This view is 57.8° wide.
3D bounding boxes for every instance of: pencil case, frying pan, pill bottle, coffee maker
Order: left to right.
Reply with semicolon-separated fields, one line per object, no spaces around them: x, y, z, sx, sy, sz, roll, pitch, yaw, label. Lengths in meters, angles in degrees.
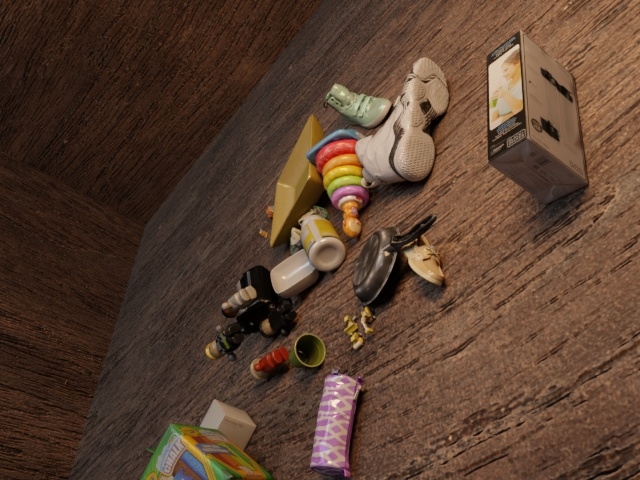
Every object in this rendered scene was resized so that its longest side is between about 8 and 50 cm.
-0.170;0.169;1.752;0.171;0.120;0.178;-13;36;0;coffee maker
0.000;0.000;1.611;0.103;0.103;0.184;-52;27;15;pill bottle
0.037;0.377;1.190;0.088;0.086;0.206;-5;56;26;pencil case
0.142;0.046;1.294;0.326;0.053;0.198;153;138;-75;frying pan

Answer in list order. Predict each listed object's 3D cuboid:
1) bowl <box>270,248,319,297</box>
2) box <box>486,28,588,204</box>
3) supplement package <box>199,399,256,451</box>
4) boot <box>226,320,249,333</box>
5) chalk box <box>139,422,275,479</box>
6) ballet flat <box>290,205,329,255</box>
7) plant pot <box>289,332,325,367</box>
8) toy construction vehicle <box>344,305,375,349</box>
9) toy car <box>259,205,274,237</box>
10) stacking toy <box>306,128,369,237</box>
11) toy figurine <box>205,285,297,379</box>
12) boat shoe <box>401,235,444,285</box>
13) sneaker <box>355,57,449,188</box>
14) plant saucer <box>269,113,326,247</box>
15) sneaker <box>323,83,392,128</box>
-0.067;0.099;1.653;0.142;0.053;0.142;-34;30;5;bowl
0.397;-0.232;1.077;0.087;0.169;0.290;-33;38;47;box
-0.268;0.535;1.536;0.179;0.105;0.105;-63;26;-4;supplement package
-0.248;0.248;1.863;0.121;0.045;0.099;-8;58;49;boot
-0.287;0.548;1.350;0.288;0.180;0.179;25;85;35;chalk box
-0.052;-0.035;1.784;0.188;0.070;0.070;-51;28;19;ballet flat
-0.040;0.282;1.436;0.079;0.083;0.083;-46;26;53;plant pot
0.086;0.194;1.336;0.086;0.035;0.098;-45;30;28;toy construction vehicle
-0.186;-0.076;2.089;0.060;0.040;0.122;-26;41;49;toy car
0.075;-0.141;1.597;0.165;0.175;0.302;-30;50;35;stacking toy
-0.186;0.250;1.568;0.148;0.209;0.213;-41;30;44;toy figurine
0.222;0.034;1.227;0.059;0.063;0.170;-58;25;17;boat shoe
0.204;-0.300;1.515;0.210;0.137;0.366;-17;52;51;sneaker
-0.061;-0.181;1.866;0.333;0.080;0.333;-89;23;-44;plant saucer
0.105;-0.426;1.807;0.094;0.151;0.256;-62;27;-7;sneaker
